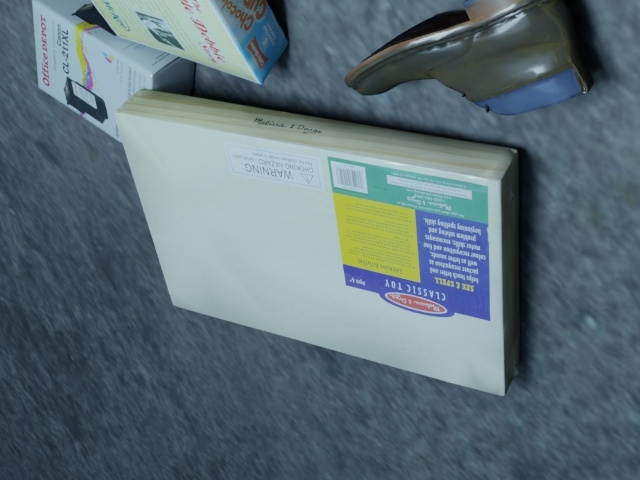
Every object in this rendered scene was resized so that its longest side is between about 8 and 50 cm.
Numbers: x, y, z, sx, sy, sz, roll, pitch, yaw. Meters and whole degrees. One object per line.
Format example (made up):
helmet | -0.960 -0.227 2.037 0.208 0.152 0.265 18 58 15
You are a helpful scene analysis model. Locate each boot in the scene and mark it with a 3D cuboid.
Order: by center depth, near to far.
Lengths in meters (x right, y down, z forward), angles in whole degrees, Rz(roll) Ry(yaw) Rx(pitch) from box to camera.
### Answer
boot | 0.115 -0.134 0.816 0.219 0.082 0.106 -20 105 48

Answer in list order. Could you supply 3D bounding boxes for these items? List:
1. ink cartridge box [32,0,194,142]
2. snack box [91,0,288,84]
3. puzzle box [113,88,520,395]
ink cartridge box | -0.228 -0.189 1.102 0.175 0.072 0.127 33 141 18
snack box | -0.164 -0.267 0.868 0.187 0.060 0.322 23 163 26
puzzle box | 0.000 0.000 1.010 0.408 0.052 0.272 13 134 25
